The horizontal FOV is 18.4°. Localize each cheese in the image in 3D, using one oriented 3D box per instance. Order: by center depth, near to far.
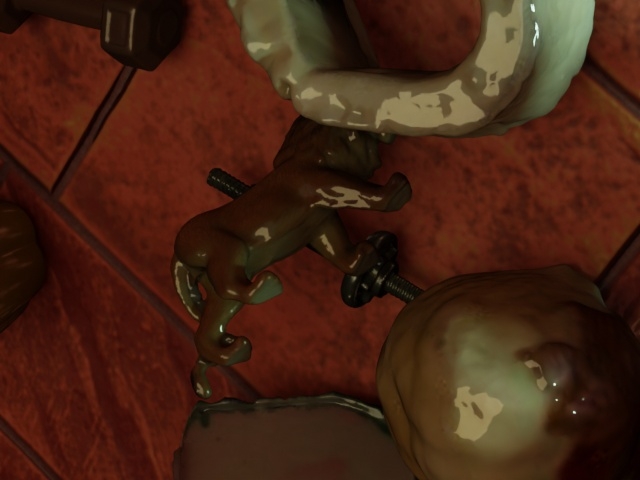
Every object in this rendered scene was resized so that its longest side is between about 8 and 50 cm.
[{"bbox_3d":[0.070,-0.235,1.663,0.292,0.153,0.332,-20,82,27],"label":"cheese"}]

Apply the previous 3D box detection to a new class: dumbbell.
[{"bbox_3d":[0.000,0.000,1.830,0.254,0.081,0.082,31,116,19],"label":"dumbbell"},{"bbox_3d":[-0.242,-0.229,1.913,0.231,0.082,0.092,17,112,26],"label":"dumbbell"}]

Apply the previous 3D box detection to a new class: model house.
[{"bbox_3d":[-0.018,0.297,1.869,0.237,0.202,0.237,-3,131,-4],"label":"model house"}]

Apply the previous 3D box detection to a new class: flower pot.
[{"bbox_3d":[-0.383,0.034,2.005,0.195,0.179,0.195,9,108,30],"label":"flower pot"}]

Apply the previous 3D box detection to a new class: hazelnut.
[{"bbox_3d":[0.170,0.126,1.695,0.261,0.261,0.241,18,81,26],"label":"hazelnut"}]

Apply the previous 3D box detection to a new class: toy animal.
[{"bbox_3d":[-0.034,-0.019,1.757,0.312,0.097,0.157,-37,56,-9],"label":"toy animal"}]
